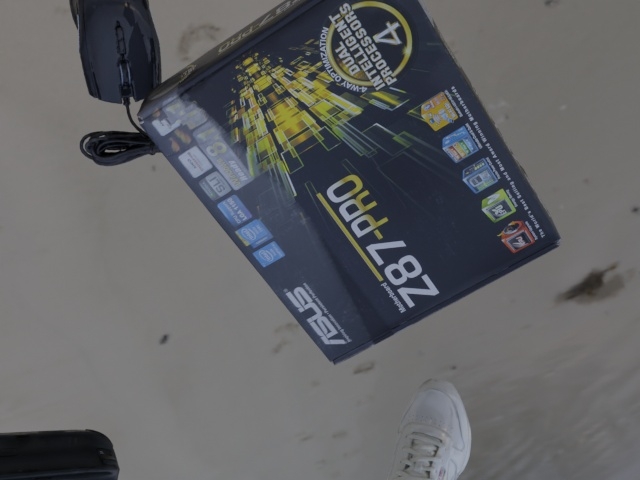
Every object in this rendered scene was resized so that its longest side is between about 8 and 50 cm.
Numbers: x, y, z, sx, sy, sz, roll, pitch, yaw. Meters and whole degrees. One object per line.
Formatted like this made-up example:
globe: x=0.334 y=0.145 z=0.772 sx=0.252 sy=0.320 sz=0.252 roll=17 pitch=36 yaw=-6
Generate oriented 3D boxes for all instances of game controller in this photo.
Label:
game controller: x=-0.358 y=0.295 z=0.997 sx=0.067 sy=0.166 sz=0.319 roll=-9 pitch=168 yaw=43

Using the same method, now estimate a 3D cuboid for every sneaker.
sneaker: x=0.156 y=0.357 z=1.355 sx=0.114 sy=0.305 sz=0.152 roll=11 pitch=170 yaw=11

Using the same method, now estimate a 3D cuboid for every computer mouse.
computer mouse: x=-0.205 y=-0.225 z=1.104 sx=0.184 sy=0.261 sz=0.060 roll=-4 pitch=180 yaw=-16

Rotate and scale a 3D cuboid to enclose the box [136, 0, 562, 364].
box: x=0.040 y=-0.083 z=1.032 sx=0.318 sy=0.097 sz=0.395 roll=-29 pitch=115 yaw=16
